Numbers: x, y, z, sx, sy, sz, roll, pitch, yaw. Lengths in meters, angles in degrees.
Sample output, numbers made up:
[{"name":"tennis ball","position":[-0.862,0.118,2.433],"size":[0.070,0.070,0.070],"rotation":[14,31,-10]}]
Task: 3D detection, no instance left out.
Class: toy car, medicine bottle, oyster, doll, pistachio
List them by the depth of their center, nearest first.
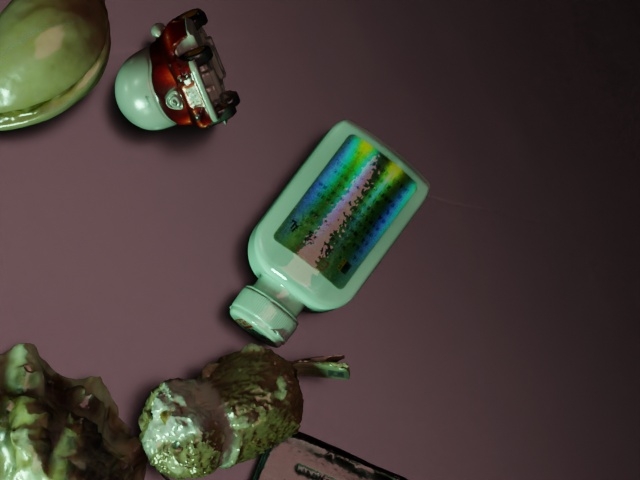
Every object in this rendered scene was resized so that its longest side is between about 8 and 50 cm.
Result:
[{"name":"oyster","position":[-0.265,0.267,1.790],"size":[0.238,0.115,0.351],"rotation":[-5,70,-14]},{"name":"pistachio","position":[-0.274,-0.183,1.837],"size":[0.185,0.124,0.124],"rotation":[-40,94,-8]},{"name":"doll","position":[-0.078,0.158,1.850],"size":[0.221,0.115,0.105],"rotation":[-30,49,-24]},{"name":"toy car","position":[-0.148,-0.153,1.861],"size":[0.112,0.139,0.112],"rotation":[-19,111,5]},{"name":"medicine bottle","position":[0.000,0.000,1.896],"size":[0.121,0.083,0.229],"rotation":[38,77,-6]}]

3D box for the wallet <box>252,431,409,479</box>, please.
[{"name":"wallet","position":[-0.030,0.357,1.875],"size":[0.172,0.045,0.318],"rotation":[25,78,-11]}]
